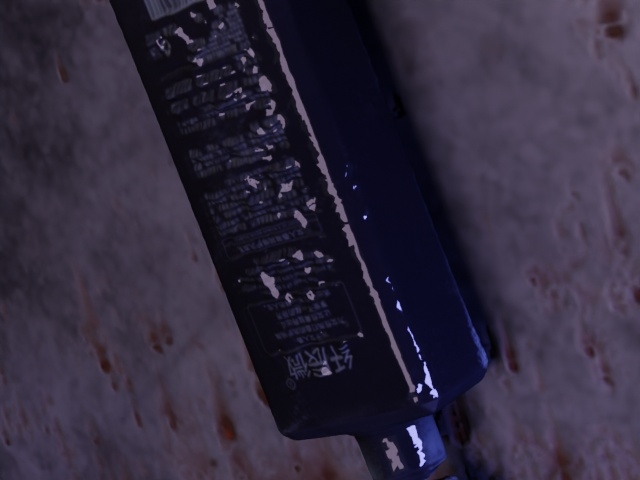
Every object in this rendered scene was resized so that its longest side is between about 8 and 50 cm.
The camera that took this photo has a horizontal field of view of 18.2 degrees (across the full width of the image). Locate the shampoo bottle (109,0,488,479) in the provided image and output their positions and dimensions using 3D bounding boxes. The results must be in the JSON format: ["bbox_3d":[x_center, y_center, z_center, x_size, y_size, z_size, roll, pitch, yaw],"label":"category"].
[{"bbox_3d":[0.000,0.000,0.878,0.098,0.071,0.309,-16,97,40],"label":"shampoo bottle"}]
